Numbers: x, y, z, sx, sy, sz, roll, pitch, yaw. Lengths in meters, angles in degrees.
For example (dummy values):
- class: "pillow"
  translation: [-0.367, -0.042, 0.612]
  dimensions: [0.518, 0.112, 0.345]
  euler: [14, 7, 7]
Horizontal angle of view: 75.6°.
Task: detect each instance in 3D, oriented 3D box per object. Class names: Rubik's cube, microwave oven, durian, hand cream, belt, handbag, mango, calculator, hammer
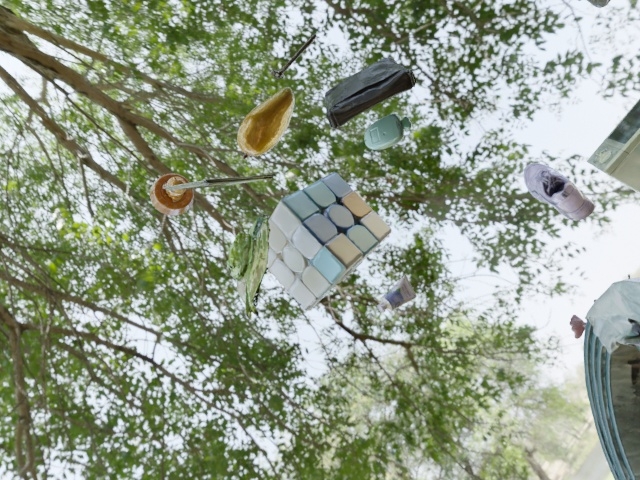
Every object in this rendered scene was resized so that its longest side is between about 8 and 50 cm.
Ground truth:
- class: "Rubik's cube"
  translation: [0.000, 0.000, 1.619]
  dimensions: [0.344, 0.346, 0.347]
  euler: [-36, -10, -45]
- class: "microwave oven"
  translation: [0.641, -0.186, 0.717]
  dimensions: [0.240, 0.194, 0.145]
  euler: [-60, -6, 26]
- class: "durian"
  translation: [-0.194, 0.048, 1.130]
  dimensions: [0.107, 0.374, 0.132]
  euler: [-15, -42, 15]
- class: "hand cream"
  translation: [0.241, 0.180, 1.310]
  dimensions: [0.142, 0.053, 0.084]
  euler: [-31, -82, -21]
- class: "belt"
  translation: [0.559, 0.264, 0.624]
  dimensions: [0.300, 0.173, 0.435]
  euler: [85, -178, -84]
- class: "handbag"
  translation: [0.121, -0.410, 1.123]
  dimensions: [0.247, 0.223, 0.080]
  euler: [-26, -64, 12]
- class: "mango"
  translation: [-0.203, -0.438, 1.553]
  dimensions: [0.316, 0.119, 0.177]
  euler: [-50, -28, 8]
- class: "calculator"
  translation: [0.197, -0.323, 1.221]
  dimensions: [0.021, 0.153, 0.095]
  euler: [6, -109, -52]
- class: "hammer"
  translation: [-0.076, -0.546, 1.229]
  dimensions: [0.178, 0.021, 0.065]
  euler: [-33, -1, 31]

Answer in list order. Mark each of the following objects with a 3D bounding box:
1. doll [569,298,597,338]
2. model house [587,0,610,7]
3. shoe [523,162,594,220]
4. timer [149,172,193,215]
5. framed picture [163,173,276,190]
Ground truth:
- class: "doll"
  translation: [0.803, 0.236, 1.077]
  dimensions: [0.093, 0.262, 0.211]
  euler: [36, -122, -42]
- class: "model house"
  translation: [0.678, -0.718, 0.946]
  dimensions: [0.229, 0.200, 0.219]
  euler: [-54, -3, 1]
- class: "shoe"
  translation: [0.650, -0.160, 1.171]
  dimensions: [0.138, 0.245, 0.095]
  euler: [30, -66, -35]
- class: "timer"
  translation: [-0.441, -0.154, 1.247]
  dimensions: [0.132, 0.152, 0.131]
  euler: [5, -101, -25]
- class: "framed picture"
  translation: [-0.266, -0.149, 1.068]
  dimensions: [0.197, 0.252, 0.014]
  euler: [-13, -80, -41]
